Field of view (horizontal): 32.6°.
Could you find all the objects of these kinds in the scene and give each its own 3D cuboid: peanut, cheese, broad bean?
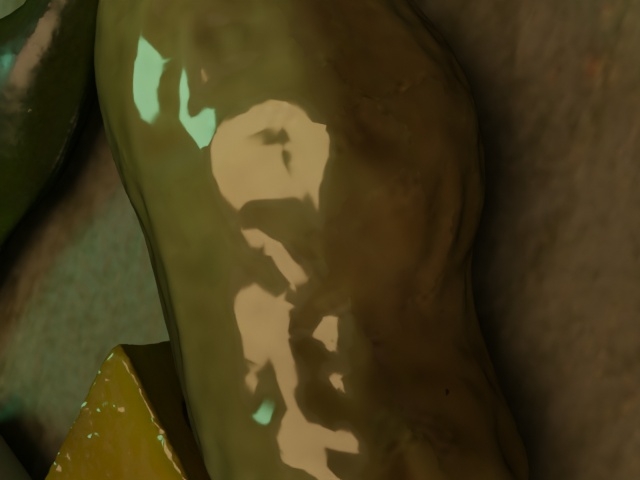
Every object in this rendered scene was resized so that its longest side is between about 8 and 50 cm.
[{"bbox_3d":[0.000,0.000,0.426,0.147,0.147,0.319,-21,78,27],"label":"peanut"},{"bbox_3d":[-0.033,0.142,0.468,0.171,0.093,0.126,36,104,23],"label":"cheese"},{"bbox_3d":[-0.181,-0.012,0.570,0.075,0.067,0.325,46,116,53],"label":"broad bean"}]

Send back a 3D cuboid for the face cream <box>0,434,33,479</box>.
[{"bbox_3d":[-0.118,0.218,0.518,0.311,0.092,0.092,47,111,19],"label":"face cream"}]
